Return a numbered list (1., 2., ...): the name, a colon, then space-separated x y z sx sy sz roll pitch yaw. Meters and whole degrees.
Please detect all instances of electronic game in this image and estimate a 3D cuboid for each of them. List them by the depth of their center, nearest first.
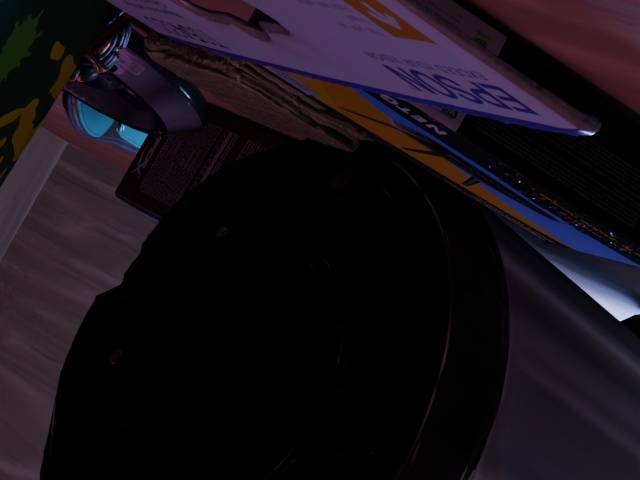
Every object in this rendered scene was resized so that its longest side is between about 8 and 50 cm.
1. electronic game: -0.183 -0.149 1.195 0.229 0.048 0.229 31 171 6

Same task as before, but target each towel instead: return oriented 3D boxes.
1. towel: -0.042 -0.098 0.992 0.110 0.027 0.148 30 175 -32

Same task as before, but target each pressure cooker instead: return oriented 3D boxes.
1. pressure cooker: 0.072 0.169 1.094 0.420 0.376 0.370 37 173 -41

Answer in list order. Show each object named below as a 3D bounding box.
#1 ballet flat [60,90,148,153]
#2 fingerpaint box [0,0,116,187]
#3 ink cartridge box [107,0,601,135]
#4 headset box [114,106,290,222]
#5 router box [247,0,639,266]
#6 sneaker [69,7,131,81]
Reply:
1. ballet flat: -0.214 -0.132 1.554 0.074 0.074 0.203 28 178 22
2. fingerpaint box: -0.350 -0.168 0.635 0.444 0.163 0.371 33 -173 6
3. ink cartridge box: -0.111 -0.152 0.444 0.330 0.071 0.324 28 179 -27
4. headset box: 0.000 0.000 1.354 0.293 0.110 0.218 26 175 46
5. router box: 0.063 -0.051 0.655 0.179 0.046 0.133 30 177 -18
6. sneaker: -0.224 -0.172 0.995 0.221 0.083 0.087 35 179 -41
